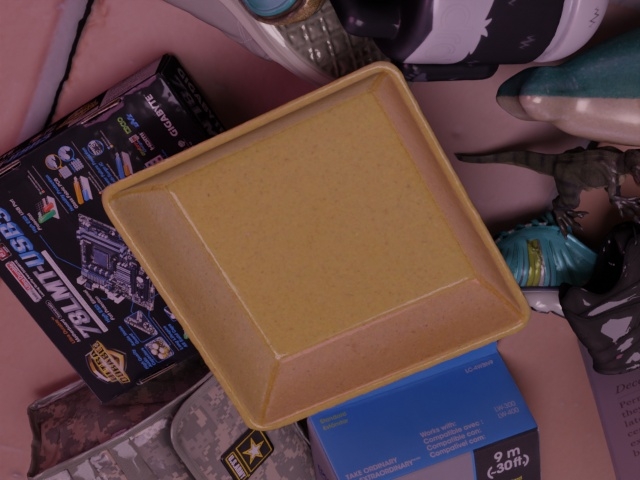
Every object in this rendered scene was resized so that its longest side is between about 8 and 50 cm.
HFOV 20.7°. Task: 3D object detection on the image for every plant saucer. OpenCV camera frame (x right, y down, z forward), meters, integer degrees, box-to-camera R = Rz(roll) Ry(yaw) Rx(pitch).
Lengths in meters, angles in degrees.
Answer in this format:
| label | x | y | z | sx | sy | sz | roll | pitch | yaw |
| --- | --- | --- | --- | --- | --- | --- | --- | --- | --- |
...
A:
| label | x | y | z | sx | sy | sz | roll | pitch | yaw |
| --- | --- | --- | --- | --- | --- | --- | --- | --- | --- |
| plant saucer | 0.000 | 0.000 | 1.783 | 0.333 | 0.081 | 0.332 | -23 | 116 | 16 |

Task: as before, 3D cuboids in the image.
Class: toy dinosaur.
| label | x | y | z | sx | sy | sz | roll | pitch | yaw |
| --- | --- | --- | --- | --- | --- | --- | --- | --- | --- |
| toy dinosaur | 0.279 | -0.059 | 1.863 | 0.268 | 0.064 | 0.118 | 4 | 145 | 44 |

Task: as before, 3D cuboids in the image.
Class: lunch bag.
| label | x | y | z | sx | sy | sz | roll | pitch | yaw |
| --- | --- | --- | --- | --- | --- | --- | --- | --- | --- |
| lunch bag | -0.160 | 0.252 | 2.043 | 0.287 | 0.169 | 0.235 | -26 | 123 | 7 |

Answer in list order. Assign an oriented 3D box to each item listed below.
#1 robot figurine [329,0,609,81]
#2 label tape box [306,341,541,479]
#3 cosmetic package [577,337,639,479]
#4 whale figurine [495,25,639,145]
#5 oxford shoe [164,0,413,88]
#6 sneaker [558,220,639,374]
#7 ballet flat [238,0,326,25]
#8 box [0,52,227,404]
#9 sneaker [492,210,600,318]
| label | x | y | z | sx | sy | sz | roll | pitch | yaw |
| --- | --- | --- | --- | --- | --- | --- | --- | --- | --- |
| robot figurine | 0.145 | -0.257 | 1.693 | 0.278 | 0.209 | 0.173 | -2 | 83 | -22 |
| label tape box | 0.127 | 0.277 | 2.064 | 0.249 | 0.115 | 0.347 | -17 | 127 | -15 |
| cosmetic package | 0.522 | 0.273 | 1.951 | 0.327 | 0.393 | 0.329 | -24 | 121 | 12 |
| whale figurine | 0.320 | -0.166 | 1.779 | 0.272 | 0.216 | 0.141 | 3 | 94 | -12 |
| oxford shoe | -0.086 | -0.273 | 1.725 | 0.449 | 0.169 | 0.130 | 27 | 159 | -28 |
| sneaker | 0.381 | 0.016 | 1.905 | 0.286 | 0.109 | 0.130 | -42 | 101 | -13 |
| ballet flat | -0.074 | -0.366 | 1.610 | 0.123 | 0.123 | 0.348 | -21 | 94 | 11 |
| box | -0.200 | -0.005 | 1.890 | 0.293 | 0.073 | 0.295 | -29 | 109 | 20 |
| sneaker | 0.236 | 0.018 | 1.961 | 0.275 | 0.107 | 0.110 | 11 | 103 | -16 |
